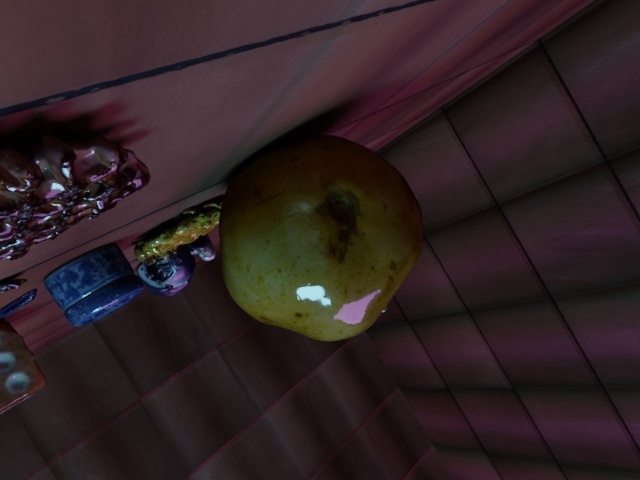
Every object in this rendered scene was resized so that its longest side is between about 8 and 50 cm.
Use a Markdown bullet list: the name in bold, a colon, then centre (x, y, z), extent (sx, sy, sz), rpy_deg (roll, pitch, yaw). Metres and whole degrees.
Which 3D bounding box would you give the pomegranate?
- **pomegranate**: centre (0.000, 0.000, 0.946), extent (0.417, 0.416, 0.416), rpy_deg (-31, -178, 1)

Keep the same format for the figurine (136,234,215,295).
- **figurine**: centre (-0.397, 0.062, 1.310), extent (0.222, 0.145, 0.145), rpy_deg (-32, -178, 1)

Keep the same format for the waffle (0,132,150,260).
- **waffle**: centre (-0.261, -0.023, 0.391), extent (0.234, 0.055, 0.221), rpy_deg (-25, -175, 12)

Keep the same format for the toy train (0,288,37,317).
- **toy train**: centre (-0.571, 0.119, 0.889), extent (0.083, 0.017, 0.017), rpy_deg (-31, -177, 3)

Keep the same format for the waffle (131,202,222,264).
- **waffle**: centre (-0.316, -0.016, 1.109), extent (0.262, 0.060, 0.281), rpy_deg (-29, -177, 42)

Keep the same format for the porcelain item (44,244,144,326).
- **porcelain item**: centre (-0.426, 0.089, 0.893), extent (0.147, 0.114, 0.147), rpy_deg (-31, -177, 2)

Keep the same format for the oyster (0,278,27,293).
- **oyster**: centre (-0.483, 0.077, 0.700), extent (0.083, 0.019, 0.054), rpy_deg (-32, -178, -32)

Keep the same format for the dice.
- **dice**: centre (-0.704, 0.282, 0.988), extent (0.174, 0.174, 0.179), rpy_deg (-32, 179, -43)
